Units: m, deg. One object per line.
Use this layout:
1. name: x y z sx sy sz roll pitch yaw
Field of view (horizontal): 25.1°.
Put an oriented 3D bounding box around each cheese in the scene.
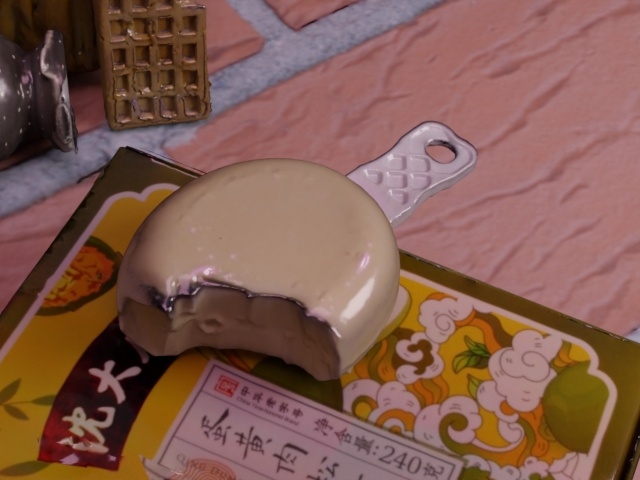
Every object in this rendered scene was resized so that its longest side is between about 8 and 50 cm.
1. cheese: -0.014 -0.013 0.913 0.163 0.071 0.249 23 52 12

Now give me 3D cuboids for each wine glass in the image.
1. wine glass: -0.291 -0.107 1.105 0.204 0.111 0.111 -5 53 -10

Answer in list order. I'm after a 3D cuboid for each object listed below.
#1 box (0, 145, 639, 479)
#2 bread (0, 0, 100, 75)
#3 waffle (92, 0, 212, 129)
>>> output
1. box: -0.031 0.168 0.900 0.420 0.138 0.373 22 53 11
2. bread: -0.217 -0.262 1.218 0.227 0.142 0.253 7 55 -2
3. waffle: -0.132 -0.152 1.142 0.092 0.135 0.021 -6 36 -10
